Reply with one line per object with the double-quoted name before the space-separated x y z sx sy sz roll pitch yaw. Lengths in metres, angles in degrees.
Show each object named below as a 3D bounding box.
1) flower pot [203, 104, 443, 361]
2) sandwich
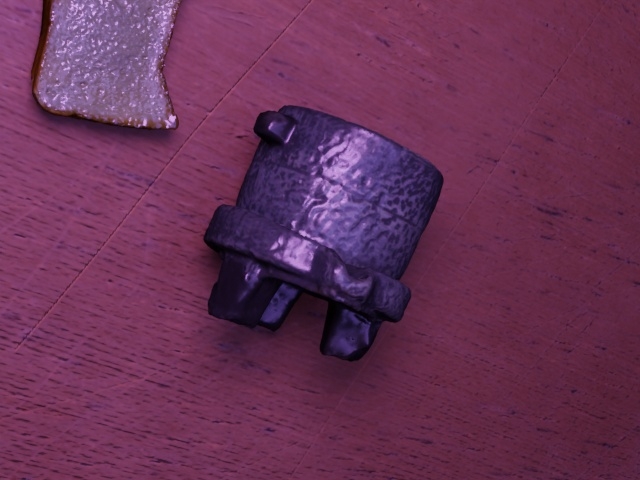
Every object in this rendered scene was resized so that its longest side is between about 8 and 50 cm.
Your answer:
"flower pot" 0.000 0.000 1.224 0.299 0.299 0.283 27 85 -29
"sandwich" -0.252 -0.249 1.169 0.186 0.065 0.215 7 98 -28
